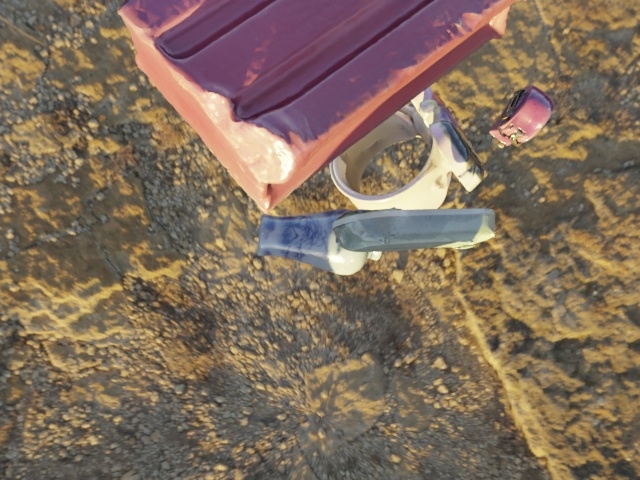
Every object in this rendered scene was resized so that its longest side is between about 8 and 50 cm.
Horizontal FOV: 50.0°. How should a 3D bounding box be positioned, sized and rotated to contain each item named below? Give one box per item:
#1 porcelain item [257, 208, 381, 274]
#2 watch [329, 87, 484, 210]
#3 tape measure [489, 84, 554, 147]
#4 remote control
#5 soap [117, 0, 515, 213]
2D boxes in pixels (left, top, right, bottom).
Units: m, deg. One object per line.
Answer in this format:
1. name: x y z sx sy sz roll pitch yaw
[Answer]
1. porcelain item: 0.000 0.000 1.433 0.259 0.141 0.141 3 75 -7
2. watch: 0.136 -0.134 1.163 0.231 0.196 0.244 -30 52 10
3. tape measure: 0.402 -0.247 1.371 0.074 0.118 0.125 32 88 -9
4. remote control: 0.130 -0.015 0.920 0.247 0.104 0.052 -2 80 -29
5. soap: 0.009 -0.227 0.717 0.359 0.128 0.233 -39 82 -16
